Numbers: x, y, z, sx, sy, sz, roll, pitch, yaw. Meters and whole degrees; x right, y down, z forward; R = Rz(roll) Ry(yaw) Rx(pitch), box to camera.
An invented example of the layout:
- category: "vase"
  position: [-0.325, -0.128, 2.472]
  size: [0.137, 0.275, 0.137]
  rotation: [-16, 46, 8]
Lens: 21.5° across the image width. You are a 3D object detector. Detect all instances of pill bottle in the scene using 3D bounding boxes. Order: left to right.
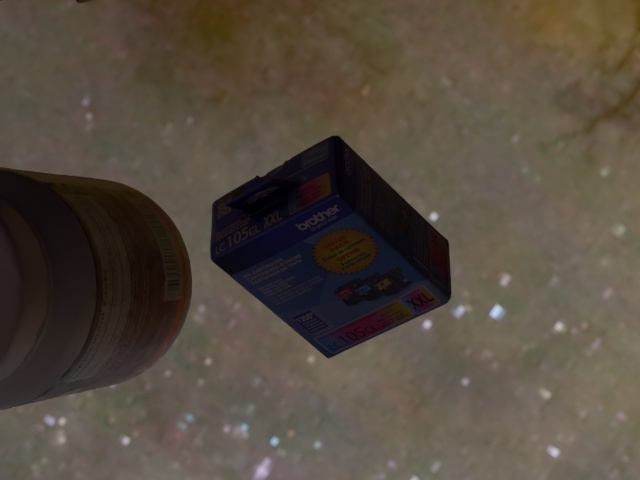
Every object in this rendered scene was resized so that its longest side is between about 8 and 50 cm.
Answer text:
- category: "pill bottle"
  position: [-0.286, 0.045, 1.604]
  size: [0.224, 0.224, 0.392]
  rotation: [37, -171, 12]

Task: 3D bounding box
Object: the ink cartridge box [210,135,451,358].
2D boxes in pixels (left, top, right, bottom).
- category: "ink cartridge box"
  position: [0.000, 0.000, 2.823]
  size: [0.395, 0.270, 0.151]
  rotation: [43, -148, -35]

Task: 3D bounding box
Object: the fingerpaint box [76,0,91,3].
- category: "fingerpaint box"
  position: [-0.234, -0.566, 1.998]
  size: [0.163, 0.371, 0.444]
  rotation: [-21, -96, -37]
